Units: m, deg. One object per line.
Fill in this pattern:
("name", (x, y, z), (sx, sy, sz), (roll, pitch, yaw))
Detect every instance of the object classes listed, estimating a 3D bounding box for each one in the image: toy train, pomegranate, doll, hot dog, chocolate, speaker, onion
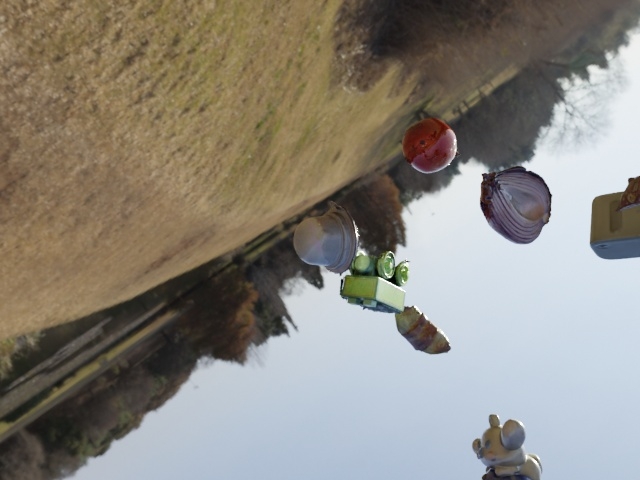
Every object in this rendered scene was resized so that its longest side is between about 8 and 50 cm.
("toy train", (0.187, 0.138, 1.784), (0.159, 0.188, 0.271), (2, 163, 34))
("pomegranate", (0.425, -0.361, 2.072), (0.235, 0.210, 0.210), (10, 151, -35))
("doll", (0.431, 0.512, 1.192), (0.311, 0.159, 0.243), (85, 17, -49))
("hot dog", (0.363, 0.334, 1.997), (0.123, 0.261, 0.093), (-45, -178, -26))
("chocolate", (0.000, -0.007, 1.562), (0.147, 0.221, 0.221), (6, 152, -37))
("speaker", (1.097, -0.065, 1.750), (0.406, 0.183, 0.184), (-9, -119, 40))
("onion", (0.576, -0.124, 1.679), (0.227, 0.283, 0.120), (-61, -159, -14))

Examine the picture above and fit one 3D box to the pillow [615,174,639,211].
("pillow", (0.872, -0.142, 1.429), (0.118, 0.043, 0.185), (-64, -168, -16))
